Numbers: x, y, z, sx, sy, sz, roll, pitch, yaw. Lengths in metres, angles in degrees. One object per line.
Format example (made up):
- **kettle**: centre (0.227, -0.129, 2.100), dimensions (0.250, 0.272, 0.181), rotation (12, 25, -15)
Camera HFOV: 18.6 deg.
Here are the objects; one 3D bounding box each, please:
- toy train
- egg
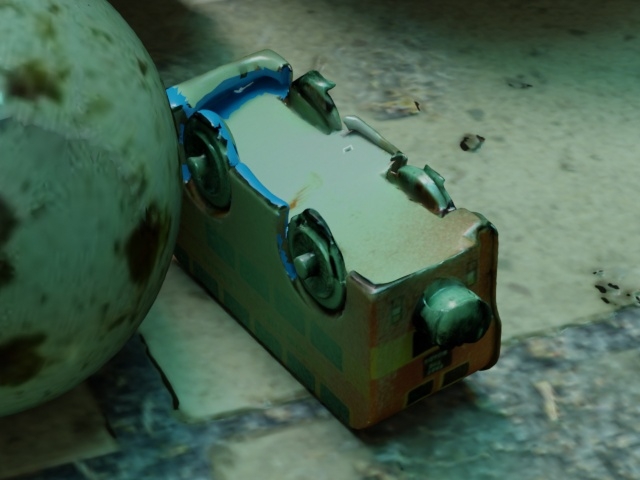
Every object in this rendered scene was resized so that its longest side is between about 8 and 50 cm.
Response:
- **toy train**: centre (0.000, 0.000, 0.809), dimensions (0.072, 0.099, 0.188), rotation (-22, 45, -28)
- **egg**: centre (-0.138, -0.031, 0.771), dimensions (0.169, 0.169, 0.231), rotation (2, 40, -4)
